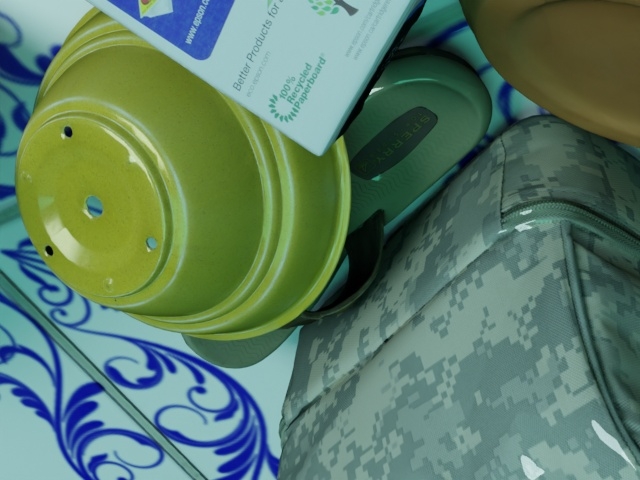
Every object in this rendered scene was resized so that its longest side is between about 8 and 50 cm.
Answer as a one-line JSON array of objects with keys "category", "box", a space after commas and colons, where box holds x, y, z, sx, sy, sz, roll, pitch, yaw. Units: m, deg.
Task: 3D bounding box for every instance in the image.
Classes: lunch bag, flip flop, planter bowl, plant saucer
[{"category": "lunch bag", "box": [0.112, 0.124, 0.566, 0.213, 0.256, 0.305, 32, 129, -17]}, {"category": "flip flop", "box": [0.000, 0.000, 0.583, 0.112, 0.080, 0.277, 24, 129, -33]}, {"category": "planter bowl", "box": [-0.099, -0.029, 0.523, 0.217, 0.090, 0.217, 10, 111, 25]}, {"category": "plant saucer", "box": [0.152, -0.089, 0.442, 0.200, 0.037, 0.200, 23, 171, 4]}]

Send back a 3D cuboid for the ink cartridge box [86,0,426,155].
[{"category": "ink cartridge box", "box": [-0.093, -0.195, 0.423, 0.333, 0.065, 0.165, 34, 130, 1]}]
